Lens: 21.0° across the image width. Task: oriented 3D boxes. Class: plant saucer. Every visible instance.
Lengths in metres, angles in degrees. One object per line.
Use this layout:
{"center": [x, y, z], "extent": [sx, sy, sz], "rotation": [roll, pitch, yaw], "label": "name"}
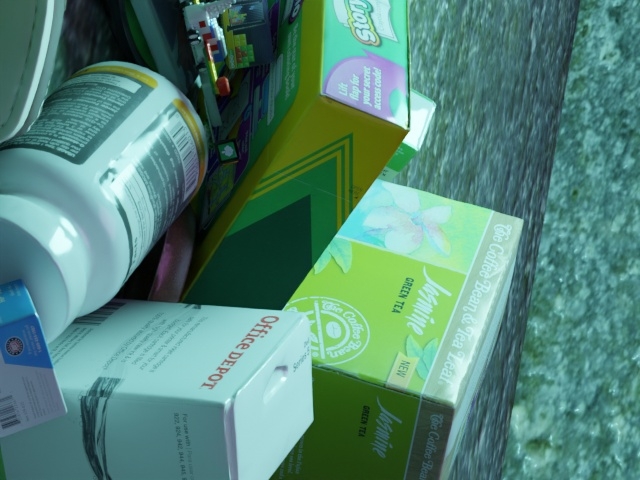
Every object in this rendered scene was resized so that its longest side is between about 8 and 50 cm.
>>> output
{"center": [-0.161, 0.038, 1.692], "extent": [0.198, 0.036, 0.198], "rotation": [-163, -90, -78], "label": "plant saucer"}

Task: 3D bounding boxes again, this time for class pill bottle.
{"center": [-0.217, -0.032, 1.489], "extent": [0.278, 0.162, 0.162], "rotation": [-56, 145, -54], "label": "pill bottle"}

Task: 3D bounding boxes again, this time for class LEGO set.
{"center": [-0.097, -0.169, 1.620], "extent": [0.244, 0.060, 0.182], "rotation": [-106, -178, -60], "label": "LEGO set"}

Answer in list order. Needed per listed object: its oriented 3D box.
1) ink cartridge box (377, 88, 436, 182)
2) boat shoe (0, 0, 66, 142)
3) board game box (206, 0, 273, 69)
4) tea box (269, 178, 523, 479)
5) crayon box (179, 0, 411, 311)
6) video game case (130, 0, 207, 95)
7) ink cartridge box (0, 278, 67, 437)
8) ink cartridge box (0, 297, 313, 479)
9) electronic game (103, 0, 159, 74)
{"center": [0.016, -0.115, 2.024], "extent": [0.208, 0.153, 0.087], "rotation": [-50, -164, 51], "label": "ink cartridge box"}
{"center": [-0.253, -0.237, 1.422], "extent": [0.097, 0.117, 0.324], "rotation": [4, 83, -68], "label": "boat shoe"}
{"center": [-0.087, -0.267, 1.682], "extent": [0.141, 0.048, 0.170], "rotation": [-121, -157, -67], "label": "board game box"}
{"center": [0.021, 0.106, 1.897], "extent": [0.329, 0.324, 0.220], "rotation": [-64, 167, -49], "label": "tea box"}
{"center": [-0.026, -0.134, 1.734], "extent": [0.313, 0.106, 0.363], "rotation": [-53, -157, 37], "label": "crayon box"}
{"center": [-0.137, -0.277, 1.739], "extent": [0.183, 0.023, 0.201], "rotation": [-61, 146, -39], "label": "video game case"}
{"center": [-0.299, 0.111, 1.337], "extent": [0.060, 0.180, 0.104], "rotation": [-126, -159, -53], "label": "ink cartridge box"}
{"center": [-0.164, 0.138, 1.496], "extent": [0.198, 0.273, 0.114], "rotation": [-47, 137, -61], "label": "ink cartridge box"}
{"center": [-0.164, -0.277, 1.769], "extent": [0.229, 0.048, 0.229], "rotation": [4, 90, -71], "label": "electronic game"}
